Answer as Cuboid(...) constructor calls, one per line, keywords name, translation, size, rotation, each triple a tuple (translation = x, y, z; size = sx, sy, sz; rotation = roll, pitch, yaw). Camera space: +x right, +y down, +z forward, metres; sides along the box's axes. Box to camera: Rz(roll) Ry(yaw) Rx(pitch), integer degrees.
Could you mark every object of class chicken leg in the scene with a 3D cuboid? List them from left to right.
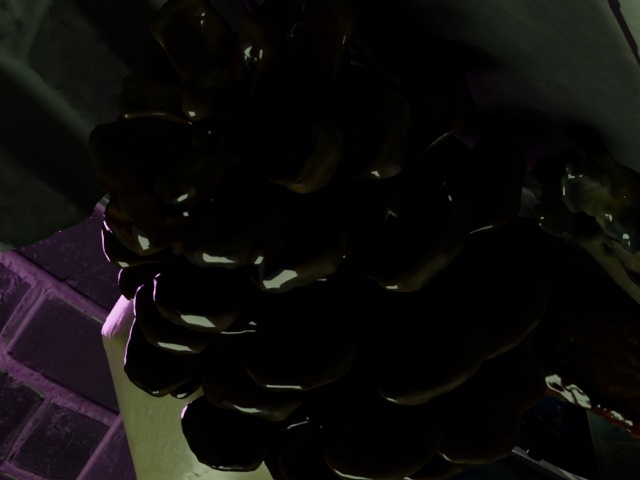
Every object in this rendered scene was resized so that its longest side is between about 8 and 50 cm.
Cuboid(name="chicken leg", translation=(0.203, 0.093, 0.659), size=(0.158, 0.096, 0.407), rotation=(5, -157, -31))

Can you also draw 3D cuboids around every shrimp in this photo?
Cuboid(name="shrimp", translation=(0.160, 0.001, 0.547), size=(0.254, 0.059, 0.145), rotation=(32, -176, -36))

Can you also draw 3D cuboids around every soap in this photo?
Cuboid(name="soap", translation=(-0.161, -0.064, 0.666), size=(0.159, 0.257, 0.302), rotation=(28, 172, 26))

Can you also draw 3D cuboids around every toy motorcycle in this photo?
Cuboid(name="toy motorcycle", translation=(0.213, 0.145, 1.043), size=(0.169, 0.113, 0.315), rotation=(15, 156, 32))

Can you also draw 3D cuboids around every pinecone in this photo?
Cuboid(name="pinecone", translation=(0.000, 0.000, 0.602), size=(0.244, 0.244, 0.309), rotation=(27, 149, 36))

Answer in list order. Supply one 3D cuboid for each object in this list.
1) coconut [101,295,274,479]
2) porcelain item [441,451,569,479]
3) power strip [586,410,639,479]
Cuboid(name="coconut", translation=(-0.054, 0.123, 1.102), size=(0.353, 0.352, 0.352), rotation=(32, 172, 5))
Cuboid(name="porcelain item", translation=(0.180, 0.304, 1.010), size=(0.243, 0.178, 0.405), rotation=(28, -176, 5))
Cuboid(name="power strip", translation=(0.290, 0.164, 0.901), size=(0.145, 0.061, 0.215), rotation=(6, 145, 24))
